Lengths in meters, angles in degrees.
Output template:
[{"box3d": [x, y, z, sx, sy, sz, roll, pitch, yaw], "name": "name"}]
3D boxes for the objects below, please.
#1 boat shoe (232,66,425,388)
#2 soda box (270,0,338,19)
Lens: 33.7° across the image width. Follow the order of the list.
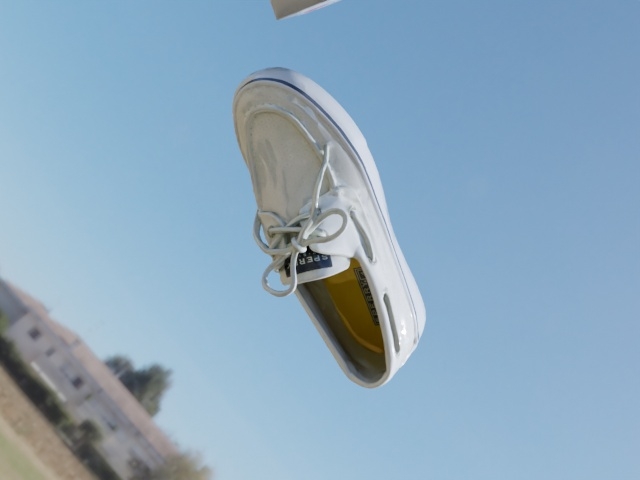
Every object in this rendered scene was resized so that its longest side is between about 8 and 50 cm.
[{"box3d": [-0.007, 0.003, 1.117, 0.136, 0.156, 0.367, -13, -67, 27], "name": "boat shoe"}, {"box3d": [-0.046, -0.440, 1.368, 0.098, 0.091, 0.286, -13, -78, 35], "name": "soda box"}]
